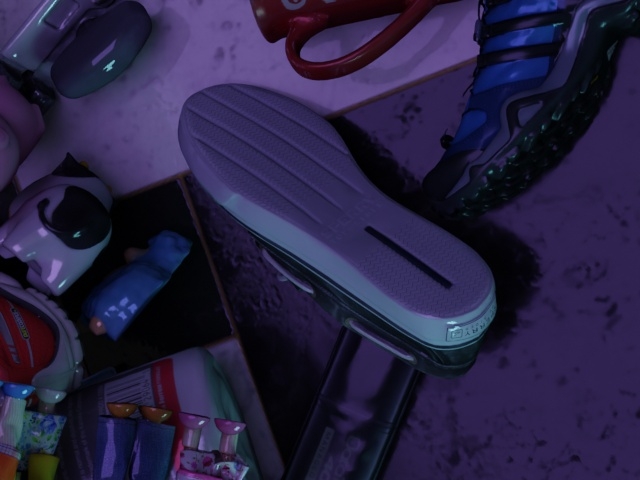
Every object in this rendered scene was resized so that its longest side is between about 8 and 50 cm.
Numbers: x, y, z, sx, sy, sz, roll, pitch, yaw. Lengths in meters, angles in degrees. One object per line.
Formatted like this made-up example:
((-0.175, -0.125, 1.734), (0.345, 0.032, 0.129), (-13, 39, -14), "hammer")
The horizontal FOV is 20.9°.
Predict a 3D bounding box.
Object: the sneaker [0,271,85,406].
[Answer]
((-0.320, 0.062, 1.414), (0.279, 0.118, 0.107), (19, 116, 33), "sneaker")

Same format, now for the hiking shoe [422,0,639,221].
((0.167, -0.155, 1.385), (0.132, 0.113, 0.304), (39, 94, 20), "hiking shoe")

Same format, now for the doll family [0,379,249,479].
((-0.178, 0.199, 1.309), (0.263, 0.118, 0.163), (12, 83, -15), "doll family")

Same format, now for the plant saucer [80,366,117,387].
((-0.170, 0.210, 1.543), (0.067, 0.018, 0.192), (-26, 87, 16), "plant saucer")

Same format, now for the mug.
((0.034, -0.211, 1.412), (0.169, 0.113, 0.150), (-8, 95, 12), "mug")

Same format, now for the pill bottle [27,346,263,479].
((-0.214, 0.219, 1.440), (0.318, 0.176, 0.176), (-20, 88, 3), "pill bottle")

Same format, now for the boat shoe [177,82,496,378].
((0.000, 0.000, 1.422), (0.335, 0.121, 0.119), (42, 147, 28), "boat shoe")

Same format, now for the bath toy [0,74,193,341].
((-0.261, -0.072, 1.427), (0.348, 0.151, 0.129), (46, 76, -19), "bath toy")

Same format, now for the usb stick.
((0.009, 0.196, 1.476), (0.077, 0.045, 0.278), (23, 100, 6), "usb stick")

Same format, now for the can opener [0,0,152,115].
((-0.265, -0.121, 1.507), (0.280, 0.074, 0.093), (-44, 45, 17), "can opener")
